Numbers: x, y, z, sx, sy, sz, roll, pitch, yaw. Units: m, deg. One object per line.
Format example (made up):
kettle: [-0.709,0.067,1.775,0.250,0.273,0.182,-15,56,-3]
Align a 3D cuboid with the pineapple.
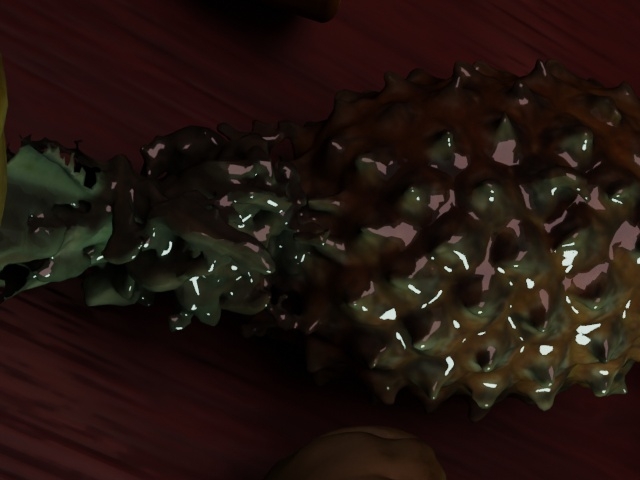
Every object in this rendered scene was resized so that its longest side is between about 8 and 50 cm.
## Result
pineapple: [0.000,0.000,0.751,0.361,0.175,0.175,-1,74,-20]

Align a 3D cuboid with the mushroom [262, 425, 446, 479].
mushroom: [0.138,0.227,0.759,0.407,0.137,0.154,30,71,-18]

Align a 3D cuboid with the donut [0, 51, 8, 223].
donut: [-0.232,-0.017,0.563,0.261,0.128,0.208,-31,66,-13]

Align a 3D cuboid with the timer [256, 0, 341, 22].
timer: [-0.058,-0.178,0.803,0.152,0.132,0.132,8,67,-5]
